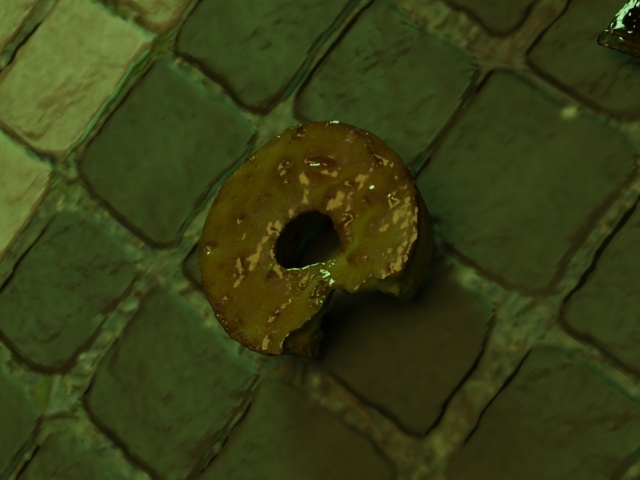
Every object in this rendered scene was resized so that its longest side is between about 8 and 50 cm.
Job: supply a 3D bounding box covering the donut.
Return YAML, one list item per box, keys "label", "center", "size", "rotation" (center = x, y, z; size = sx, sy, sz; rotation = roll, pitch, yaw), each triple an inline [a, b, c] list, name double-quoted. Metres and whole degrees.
- label: "donut"
  center: [0.000, 0.000, 0.743]
  size: [0.108, 0.043, 0.097]
  rotation: [-27, 61, 18]

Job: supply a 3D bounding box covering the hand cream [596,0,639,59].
- label: "hand cream"
  center: [0.181, -0.141, 0.710]
  size: [0.062, 0.039, 0.163]
  rotation: [32, 93, 31]
